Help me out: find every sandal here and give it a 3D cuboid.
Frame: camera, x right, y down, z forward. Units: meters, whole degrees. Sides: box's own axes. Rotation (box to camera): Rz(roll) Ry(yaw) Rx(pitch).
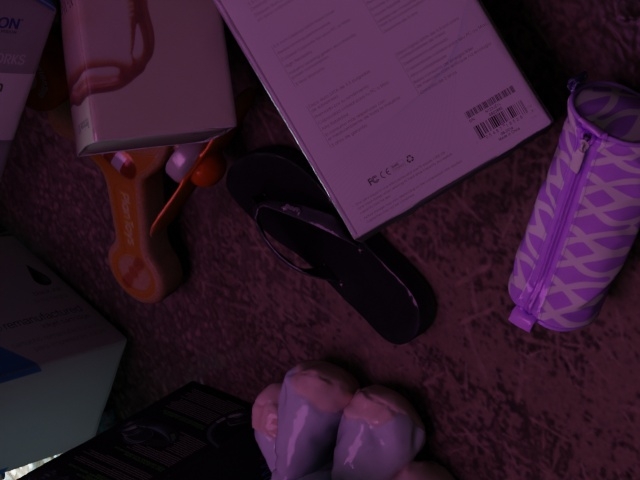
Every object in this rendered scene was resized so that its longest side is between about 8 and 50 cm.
[{"bbox_3d":[0.001,0.000,1.542,0.254,0.054,0.097,40,135,25],"label":"sandal"}]

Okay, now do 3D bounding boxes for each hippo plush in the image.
[{"bbox_3d":[-0.042,0.266,1.591,0.234,0.236,0.294,52,139,12],"label":"hippo plush"}]

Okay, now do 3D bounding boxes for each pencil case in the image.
[{"bbox_3d":[0.206,-0.025,1.285,0.086,0.088,0.206,29,131,21],"label":"pencil case"}]

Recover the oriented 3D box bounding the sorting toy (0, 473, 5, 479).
[{"bbox_3d":[-0.425,0.236,2.062,0.274,0.046,0.132,19,127,56],"label":"sorting toy"}]

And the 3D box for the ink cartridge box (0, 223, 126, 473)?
[{"bbox_3d":[-0.464,0.090,1.888,0.395,0.285,0.166,38,122,28],"label":"ink cartridge box"}]

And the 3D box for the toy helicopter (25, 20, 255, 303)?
[{"bbox_3d":[-0.174,-0.077,1.656,0.235,0.140,0.355,21,134,28],"label":"toy helicopter"}]

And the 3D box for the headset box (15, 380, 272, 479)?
[{"bbox_3d":[-0.181,0.325,1.737,0.131,0.283,0.246,17,122,41],"label":"headset box"}]

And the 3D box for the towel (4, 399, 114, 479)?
[{"bbox_3d":[-0.357,0.294,2.100,0.271,0.040,0.370,31,129,31],"label":"towel"}]

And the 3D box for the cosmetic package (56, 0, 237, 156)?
[{"bbox_3d":[-0.165,-0.230,1.448,0.153,0.129,0.296,166,96,-75],"label":"cosmetic package"}]

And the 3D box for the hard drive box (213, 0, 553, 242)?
[{"bbox_3d":[0.048,-0.142,1.312,0.232,0.181,0.089,60,-177,3],"label":"hard drive box"}]

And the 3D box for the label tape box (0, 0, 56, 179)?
[{"bbox_3d":[-0.340,-0.233,1.529,0.249,0.115,0.347,58,133,41],"label":"label tape box"}]
